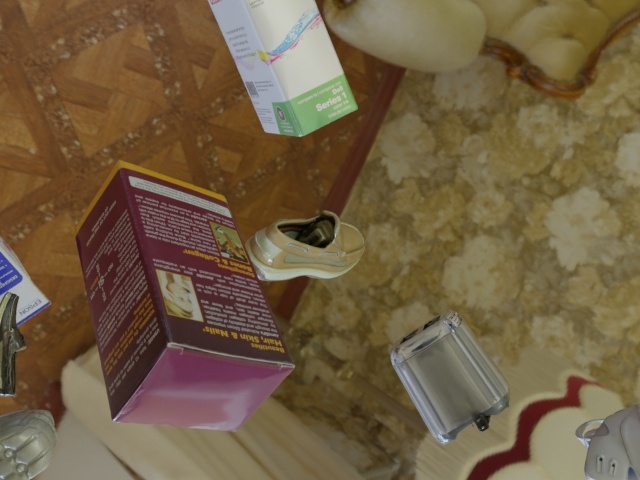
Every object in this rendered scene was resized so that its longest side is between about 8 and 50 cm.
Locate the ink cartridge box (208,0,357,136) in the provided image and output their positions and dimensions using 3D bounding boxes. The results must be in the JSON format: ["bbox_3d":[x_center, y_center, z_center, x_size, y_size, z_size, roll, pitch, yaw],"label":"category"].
[{"bbox_3d":[-0.071,-0.324,1.274,0.117,0.201,0.278,-28,108,-14],"label":"ink cartridge box"}]

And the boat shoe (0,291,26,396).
[{"bbox_3d":[-0.454,0.152,1.120,0.049,0.056,0.152,10,86,-11],"label":"boat shoe"}]

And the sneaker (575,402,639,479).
[{"bbox_3d":[0.491,0.368,1.046,0.210,0.366,0.137,-19,129,12],"label":"sneaker"}]

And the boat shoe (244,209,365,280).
[{"bbox_3d":[0.000,0.000,0.829,0.072,0.068,0.190,-49,160,29],"label":"boat shoe"}]

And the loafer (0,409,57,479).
[{"bbox_3d":[-0.517,0.332,1.069,0.319,0.111,0.112,-23,106,-3],"label":"loafer"}]

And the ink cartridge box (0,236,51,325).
[{"bbox_3d":[-0.561,0.013,1.087,0.176,0.069,0.371,-35,132,-11],"label":"ink cartridge box"}]

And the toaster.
[{"bbox_3d":[0.180,0.188,1.089,0.129,0.146,0.227,-34,174,10],"label":"toaster"}]

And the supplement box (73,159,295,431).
[{"bbox_3d":[-0.107,0.039,0.569,0.104,0.188,0.081,18,123,-39],"label":"supplement box"}]
